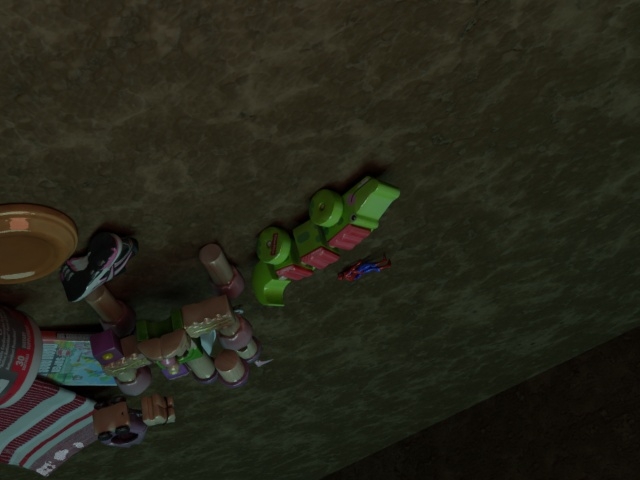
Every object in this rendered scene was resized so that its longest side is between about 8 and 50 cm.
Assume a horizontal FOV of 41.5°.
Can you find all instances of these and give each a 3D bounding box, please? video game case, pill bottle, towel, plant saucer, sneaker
[{"bbox_3d":[-0.489,0.238,1.687,0.285,0.025,0.204,4,145,-25],"label":"video game case"},{"bbox_3d":[-0.620,0.161,1.348,0.176,0.176,0.318,-29,150,19],"label":"pill bottle"},{"bbox_3d":[-0.605,0.392,1.779,0.237,0.037,0.329,-36,142,8],"label":"towel"},{"bbox_3d":[-0.479,0.014,1.315,0.200,0.037,0.200,-13,152,-7],"label":"plant saucer"},{"bbox_3d":[-0.364,0.049,1.412,0.178,0.072,0.077,-33,159,36],"label":"sneaker"}]

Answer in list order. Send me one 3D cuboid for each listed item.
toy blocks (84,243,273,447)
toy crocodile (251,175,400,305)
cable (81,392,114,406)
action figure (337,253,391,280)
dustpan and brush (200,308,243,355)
[{"bbox_3d":[-0.247,0.221,1.525,0.288,0.309,0.260,-18,145,1],"label":"toy blocks"},{"bbox_3d":[0.000,0.000,1.490,0.340,0.105,0.115,-35,147,28],"label":"toy crocodile"},{"bbox_3d":[-0.584,0.429,1.950,0.287,0.072,0.139,-25,147,12],"label":"cable"},{"bbox_3d":[0.086,0.058,1.723,0.115,0.030,0.038,-23,146,19],"label":"action figure"},{"bbox_3d":[-0.251,0.198,1.759,0.211,0.060,0.147,-21,139,20],"label":"dustpan and brush"}]
